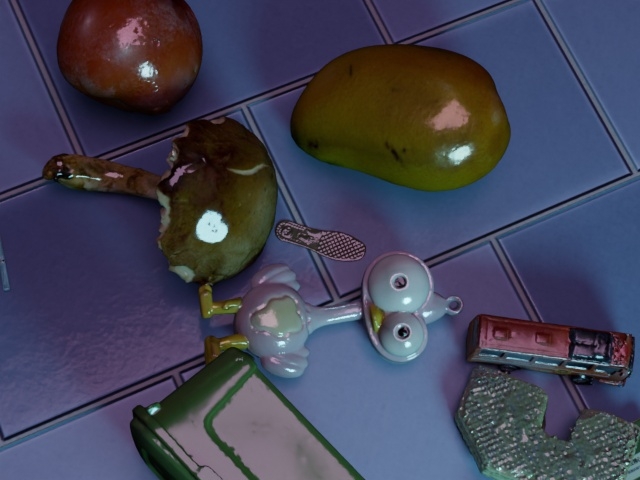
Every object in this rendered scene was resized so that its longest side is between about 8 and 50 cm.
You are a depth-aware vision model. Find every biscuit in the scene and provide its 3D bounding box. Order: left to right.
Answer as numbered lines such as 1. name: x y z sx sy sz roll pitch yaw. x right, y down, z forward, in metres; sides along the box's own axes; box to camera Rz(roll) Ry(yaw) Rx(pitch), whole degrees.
1. biscuit: 0.300 0.271 1.715 0.250 0.046 0.147 21 63 14

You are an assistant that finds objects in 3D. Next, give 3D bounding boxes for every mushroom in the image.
1. mushroom: -0.195 -0.093 1.768 0.301 0.233 0.208 41 116 22

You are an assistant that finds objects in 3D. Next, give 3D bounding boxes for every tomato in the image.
1. tomato: -0.266 -0.279 1.792 0.208 0.208 0.184 15 86 0

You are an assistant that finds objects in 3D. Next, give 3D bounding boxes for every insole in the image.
1. insole: 0.000 0.000 1.828 0.135 0.002 0.045 17 70 1

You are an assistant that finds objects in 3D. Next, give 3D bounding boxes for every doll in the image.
1. doll: 0.018 0.103 1.747 0.365 0.094 0.160 -6 74 -7

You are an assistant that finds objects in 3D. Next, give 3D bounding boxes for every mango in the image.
1. mango: 0.115 -0.178 1.818 0.317 0.173 0.211 7 76 10

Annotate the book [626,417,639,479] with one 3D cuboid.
1. book: 0.418 0.397 1.715 0.202 0.027 0.264 -23 75 -12

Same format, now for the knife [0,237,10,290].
1. knife: -0.448 0.028 1.774 0.014 0.005 0.091 -11 72 -11

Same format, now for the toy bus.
1. toy bus: 0.321 0.150 1.758 0.234 0.096 0.074 8 73 -1

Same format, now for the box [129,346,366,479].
1. box: -0.073 0.296 1.580 0.328 0.253 0.178 43 75 8
